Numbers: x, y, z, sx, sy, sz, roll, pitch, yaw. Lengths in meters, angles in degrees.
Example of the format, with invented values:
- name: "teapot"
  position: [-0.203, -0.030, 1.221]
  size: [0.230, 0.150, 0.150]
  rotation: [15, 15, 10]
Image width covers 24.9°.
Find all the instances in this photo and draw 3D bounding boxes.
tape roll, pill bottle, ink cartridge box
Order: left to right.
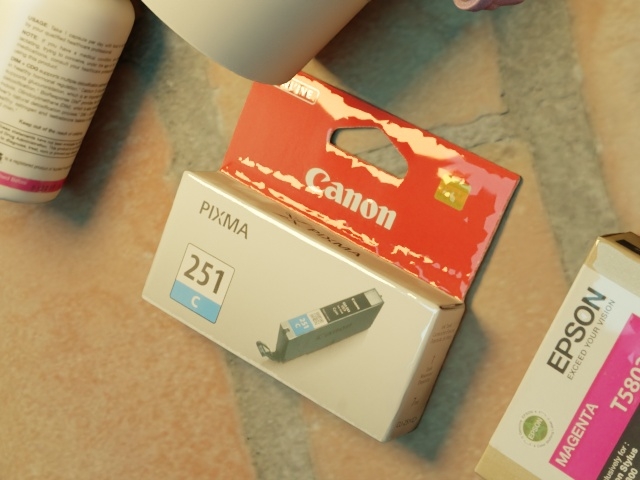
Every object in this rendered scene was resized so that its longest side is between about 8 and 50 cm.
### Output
- name: "pill bottle"
  position: [-0.281, -0.193, 1.433]
  size: [0.160, 0.160, 0.283]
  rotation: [34, 107, 24]
- name: "tape roll"
  position: [-0.058, -0.278, 1.261]
  size: [0.169, 0.246, 0.246]
  rotation: [-44, 71, 22]
- name: "ink cartridge box"
  position: [0.000, 0.000, 1.338]
  size: [0.296, 0.066, 0.261]
  rotation: [28, 105, 25]
- name: "ink cartridge box"
  position: [0.264, 0.139, 1.183]
  size: [0.193, 0.088, 0.235]
  rotation: [32, 107, 23]

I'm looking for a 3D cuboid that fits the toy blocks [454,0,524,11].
- name: "toy blocks"
  position: [0.222, -0.312, 1.140]
  size: [0.309, 0.260, 0.289]
  rotation: [-50, 37, 38]
